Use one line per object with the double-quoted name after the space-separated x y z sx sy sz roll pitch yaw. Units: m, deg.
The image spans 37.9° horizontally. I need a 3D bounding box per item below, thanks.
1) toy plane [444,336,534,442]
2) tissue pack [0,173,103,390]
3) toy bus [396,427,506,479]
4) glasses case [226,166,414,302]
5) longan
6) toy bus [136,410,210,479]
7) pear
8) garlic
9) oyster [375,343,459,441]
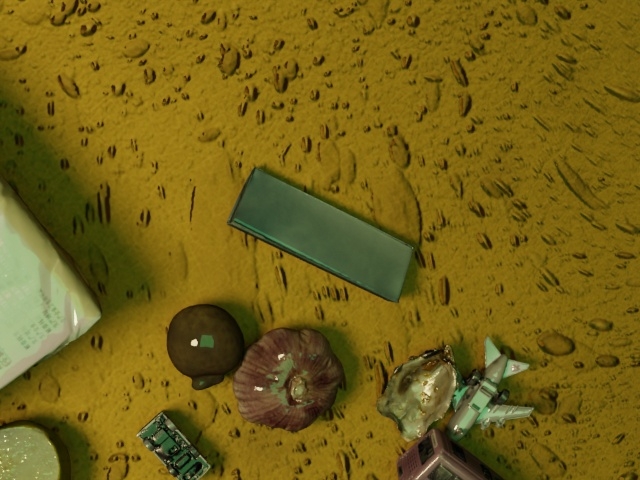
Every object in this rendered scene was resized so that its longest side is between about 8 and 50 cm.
0.234 0.235 1.388 0.162 0.065 0.171 34 76 0 "toy plane"
-0.513 0.026 1.131 0.332 0.205 0.405 -38 98 -11 "tissue pack"
0.209 0.367 1.346 0.199 0.096 0.108 38 103 -12 "toy bus"
0.000 0.000 1.346 0.266 0.056 0.105 26 59 -12 "glasses case"
-0.157 0.146 1.274 0.106 0.106 0.119 -2 94 -14 "longan"
-0.202 0.287 1.279 0.052 0.058 0.102 -42 94 -11 "toy bus"
-0.394 0.308 1.210 0.141 0.104 0.141 6 63 -12 "pear"
-0.042 0.193 1.298 0.159 0.102 0.147 -17 92 -14 "garlic"
0.151 0.217 1.369 0.103 0.051 0.148 44 99 -3 "oyster"
